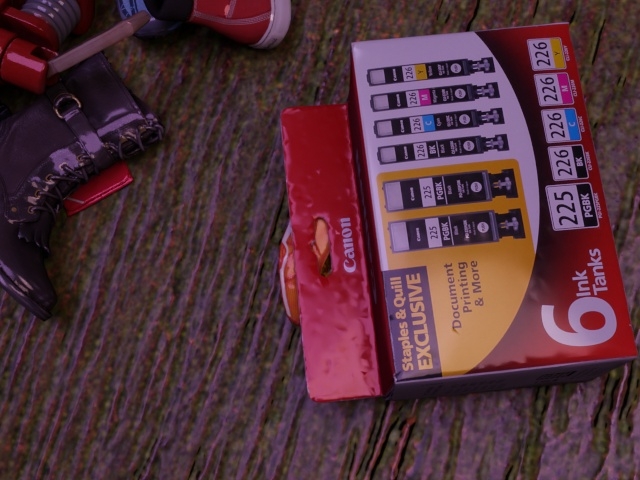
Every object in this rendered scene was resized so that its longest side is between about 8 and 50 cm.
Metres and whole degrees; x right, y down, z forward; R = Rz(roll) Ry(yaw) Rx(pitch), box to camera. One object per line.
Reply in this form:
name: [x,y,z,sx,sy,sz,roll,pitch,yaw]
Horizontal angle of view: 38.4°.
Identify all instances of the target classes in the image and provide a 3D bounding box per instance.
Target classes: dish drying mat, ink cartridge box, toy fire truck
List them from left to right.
toy fire truck: [-0.291,-0.245,0.985,0.246,0.158,0.217,22,52,2]
dish drying mat: [-0.249,-0.059,1.018,0.083,0.008,0.032,-29,69,4]
ink cartridge box: [0.107,-0.020,0.833,0.271,0.130,0.310,-6,73,-2]

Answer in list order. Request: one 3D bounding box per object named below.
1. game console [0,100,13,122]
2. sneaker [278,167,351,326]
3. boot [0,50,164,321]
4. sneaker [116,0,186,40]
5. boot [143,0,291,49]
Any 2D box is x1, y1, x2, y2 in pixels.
game console: [-0.412,-0.116,1.038,0.122,0.071,0.107,-36,70,2]
sneaker: [0.000,0.000,0.914,0.067,0.064,0.175,7,77,19]
boot: [-0.269,-0.071,0.978,0.229,0.091,0.263,-29,72,-6]
sneaker: [-0.197,-0.355,1.026,0.104,0.125,0.262,-2,74,13]
boot: [-0.125,-0.335,0.975,0.088,0.176,0.244,-25,64,49]
